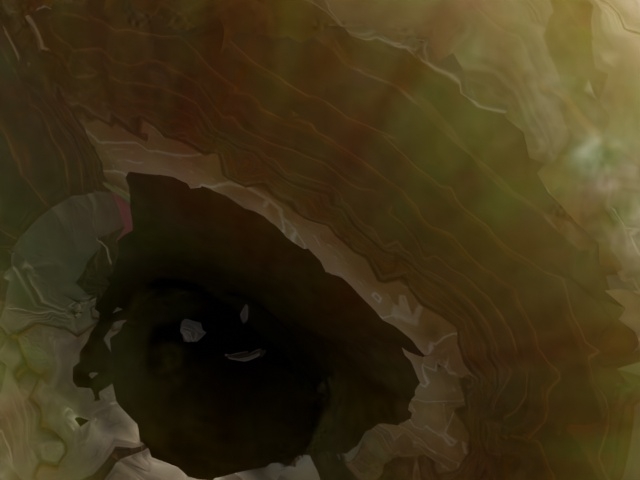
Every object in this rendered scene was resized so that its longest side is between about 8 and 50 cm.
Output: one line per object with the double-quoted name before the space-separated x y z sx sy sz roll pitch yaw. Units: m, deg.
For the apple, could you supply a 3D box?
"apple" 0.000 0.000 0.430 0.264 0.264 0.264 -1 102 -3
